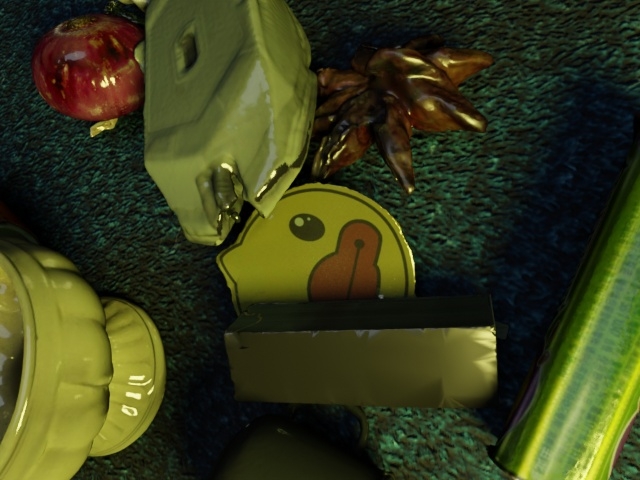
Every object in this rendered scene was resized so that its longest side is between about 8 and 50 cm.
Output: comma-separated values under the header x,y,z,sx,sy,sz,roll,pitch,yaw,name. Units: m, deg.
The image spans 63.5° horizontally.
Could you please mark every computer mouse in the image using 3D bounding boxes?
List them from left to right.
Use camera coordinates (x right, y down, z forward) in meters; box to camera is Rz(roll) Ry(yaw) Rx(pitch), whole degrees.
x,y,z,sx,sy,sz,roll,pitch,yaw,name
-0.109,-0.192,0.638,0.228,0.146,0.428,-29,58,28,computer mouse

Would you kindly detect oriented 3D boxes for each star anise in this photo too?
x,y,z,sx,sy,sz,roll,pitch,yaw,name
0.063,-0.169,0.584,0.272,0.102,0.271,-12,52,15,star anise

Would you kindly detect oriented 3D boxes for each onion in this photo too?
x,y,z,sx,sy,sz,roll,pitch,yaw,name
-0.321,-0.250,0.753,0.178,0.153,0.177,-17,53,24,onion

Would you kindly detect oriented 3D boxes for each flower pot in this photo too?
x,y,z,sx,sy,sz,roll,pitch,yaw,name
-0.345,0.157,0.613,0.308,0.244,0.307,-6,74,19,flower pot

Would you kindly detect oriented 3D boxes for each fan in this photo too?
x,y,z,sx,sy,sz,roll,pitch,yaw,name
0.039,0.057,0.574,0.336,0.011,0.229,13,108,9,fan

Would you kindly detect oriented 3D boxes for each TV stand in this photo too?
x,y,z,sx,sy,sz,roll,pitch,yaw,name
0.041,0.115,0.541,0.270,0.083,0.088,-4,105,17,TV stand

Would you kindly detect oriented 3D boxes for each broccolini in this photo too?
x,y,z,sx,sy,sz,roll,pitch,yaw,name
-0.258,-0.334,0.815,0.218,0.042,0.044,23,85,17,broccolini

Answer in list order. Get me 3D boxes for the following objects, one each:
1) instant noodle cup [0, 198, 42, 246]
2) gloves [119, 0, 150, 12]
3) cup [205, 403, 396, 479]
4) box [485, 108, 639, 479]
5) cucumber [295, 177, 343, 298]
x,y,z,sx,sy,sz,roll,pitch,yaw,name
-0.548,0.017,0.713,0.214,0.296,0.296,32,90,16,instant noodle cup
-0.264,-0.416,0.795,0.219,0.131,0.140,44,86,-4,gloves
-0.011,0.254,0.521,0.177,0.169,0.223,15,54,19,cup
0.265,0.056,0.469,0.097,0.134,0.345,25,88,25,box
0.000,0.000,0.619,0.115,0.062,0.116,-29,87,14,cucumber
